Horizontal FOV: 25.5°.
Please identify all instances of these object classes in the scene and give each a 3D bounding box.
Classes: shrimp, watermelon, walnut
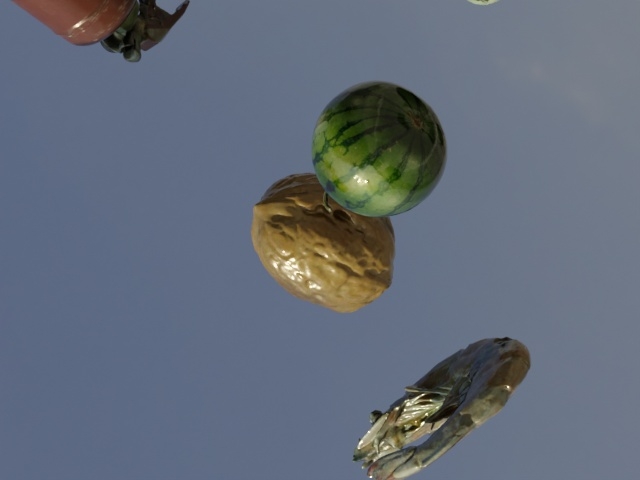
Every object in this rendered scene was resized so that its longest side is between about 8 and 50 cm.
[{"bbox_3d":[0.151,0.248,1.947,0.085,0.360,0.247,46,-138,-8],"label":"shrimp"},{"bbox_3d":[0.040,-0.065,1.018,0.109,0.109,0.109,28,-134,-33],"label":"watermelon"},{"bbox_3d":[0.000,0.000,1.665,0.184,0.155,0.155,32,-136,-21],"label":"walnut"}]

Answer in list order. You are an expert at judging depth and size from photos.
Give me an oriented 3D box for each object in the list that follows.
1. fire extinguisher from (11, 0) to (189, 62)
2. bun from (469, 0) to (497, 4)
[{"bbox_3d":[-0.248,-0.275,1.294,0.337,0.106,0.147,35,-131,-38],"label":"fire extinguisher"},{"bbox_3d":[0.192,-0.260,1.095,0.204,0.212,0.126,-45,-60,-57],"label":"bun"}]
